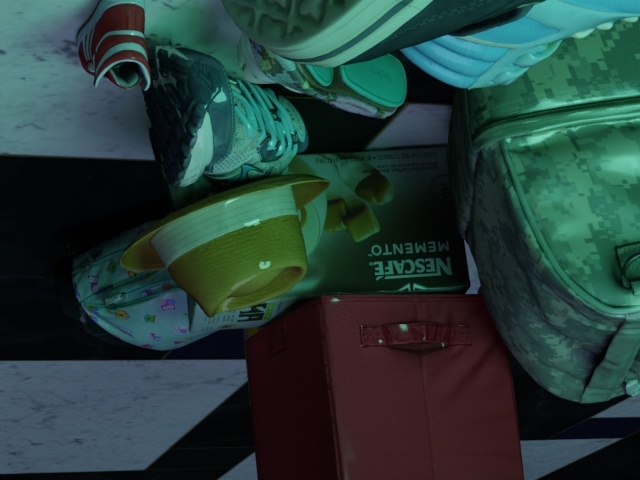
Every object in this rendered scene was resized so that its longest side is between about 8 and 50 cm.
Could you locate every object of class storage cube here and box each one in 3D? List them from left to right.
[{"bbox_3d":[0.054,0.161,1.574,0.183,0.193,0.215,1,165,-25],"label":"storage cube"}]

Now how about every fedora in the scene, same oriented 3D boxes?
[{"bbox_3d":[-0.069,0.012,1.431,0.194,0.079,0.194,-20,170,-3],"label":"fedora"}]

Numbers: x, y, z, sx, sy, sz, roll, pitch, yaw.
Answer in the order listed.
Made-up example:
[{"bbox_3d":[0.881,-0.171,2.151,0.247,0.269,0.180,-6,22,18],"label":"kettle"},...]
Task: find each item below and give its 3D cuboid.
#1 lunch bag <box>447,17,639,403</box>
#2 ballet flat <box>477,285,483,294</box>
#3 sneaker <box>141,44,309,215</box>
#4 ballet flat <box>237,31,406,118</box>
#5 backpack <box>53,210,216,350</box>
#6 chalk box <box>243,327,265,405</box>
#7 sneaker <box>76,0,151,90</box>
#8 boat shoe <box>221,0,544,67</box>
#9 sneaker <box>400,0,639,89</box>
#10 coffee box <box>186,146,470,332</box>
[{"bbox_3d":[0.222,-0.020,1.426,0.212,0.256,0.305,-5,162,-1],"label":"lunch bag"},{"bbox_3d":[0.295,0.036,1.947,0.249,0.058,0.084,-7,-176,20],"label":"ballet flat"},{"bbox_3d":[-0.073,-0.095,1.389,0.122,0.110,0.283,-16,170,-7],"label":"sneaker"},{"bbox_3d":[-0.012,-0.136,1.304,0.079,0.077,0.221,-7,166,26],"label":"ballet flat"},{"bbox_3d":[-0.150,0.039,1.706,0.182,0.115,0.152,-21,154,30],"label":"backpack"},{"bbox_3d":[0.033,0.121,1.980,0.213,0.132,0.132,-12,161,13],"label":"chalk box"},{"bbox_3d":[-0.152,-0.129,1.279,0.042,0.067,0.118,0,160,-17],"label":"sneaker"},{"bbox_3d":[0.148,-0.241,0.862,0.156,0.187,0.500,-5,159,-47],"label":"boat shoe"},{"bbox_3d":[0.185,-0.178,1.161,0.319,0.127,0.208,6,158,-5],"label":"sneaker"},{"bbox_3d":[0.000,0.000,1.595,0.246,0.141,0.098,-3,162,-8],"label":"coffee box"}]
